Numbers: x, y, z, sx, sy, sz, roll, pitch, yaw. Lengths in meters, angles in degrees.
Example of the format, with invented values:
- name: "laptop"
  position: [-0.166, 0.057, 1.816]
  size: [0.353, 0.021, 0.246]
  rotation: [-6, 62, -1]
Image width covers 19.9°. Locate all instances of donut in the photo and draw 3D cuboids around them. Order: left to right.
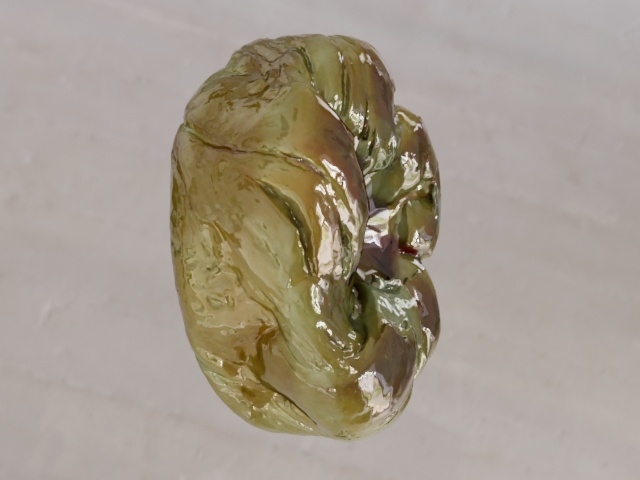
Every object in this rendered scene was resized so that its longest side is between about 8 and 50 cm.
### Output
- name: "donut"
  position: [0.000, 0.000, 1.565]
  size: [0.170, 0.360, 0.360]
  rotation: [-5, 41, 24]
